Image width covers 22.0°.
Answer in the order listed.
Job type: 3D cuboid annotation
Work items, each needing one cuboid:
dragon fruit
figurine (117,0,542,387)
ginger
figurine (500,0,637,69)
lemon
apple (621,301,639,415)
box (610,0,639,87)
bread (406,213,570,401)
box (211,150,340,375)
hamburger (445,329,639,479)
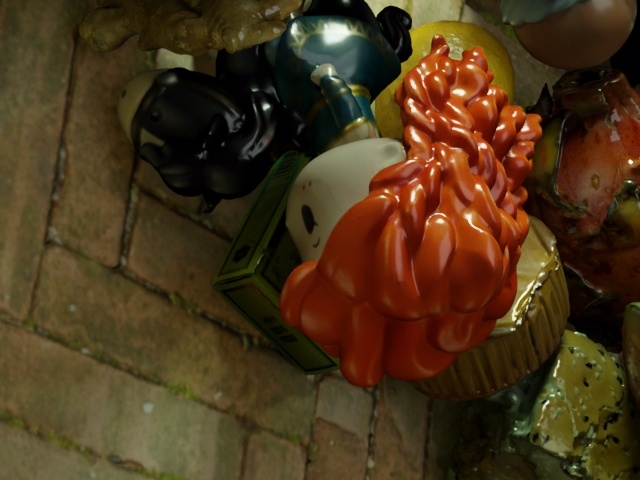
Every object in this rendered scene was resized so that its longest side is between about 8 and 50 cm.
[{"bbox_3d":[0.308,-0.041,1.775,0.315,0.250,0.250,53,47,-19],"label":"dragon fruit"},{"bbox_3d":[0.015,-0.079,1.429,0.412,0.241,0.306,41,50,15],"label":"figurine"},{"bbox_3d":[-0.103,-0.197,1.390,0.193,0.176,0.052,-31,125,-5],"label":"ginger"},{"bbox_3d":[0.184,-0.325,1.548,0.248,0.276,0.388,36,18,21],"label":"figurine"},{"bbox_3d":[0.125,-0.139,1.678,0.142,0.142,0.187,27,71,-39],"label":"lemon"},{"bbox_3d":[0.439,0.150,1.651,0.346,0.179,0.254,7,42,-21],"label":"apple"},{"bbox_3d":[0.426,-0.318,1.932,0.116,0.279,0.261,-3,80,-14],"label":"box"},{"bbox_3d":[0.151,0.066,1.620,0.199,0.199,0.104,-59,139,-37],"label":"bread"},{"bbox_3d":[0.000,0.000,1.564,0.141,0.064,0.220,47,52,-26],"label":"box"},{"bbox_3d":[0.251,0.212,1.689,0.288,0.168,0.192,40,54,-30],"label":"hamburger"}]
